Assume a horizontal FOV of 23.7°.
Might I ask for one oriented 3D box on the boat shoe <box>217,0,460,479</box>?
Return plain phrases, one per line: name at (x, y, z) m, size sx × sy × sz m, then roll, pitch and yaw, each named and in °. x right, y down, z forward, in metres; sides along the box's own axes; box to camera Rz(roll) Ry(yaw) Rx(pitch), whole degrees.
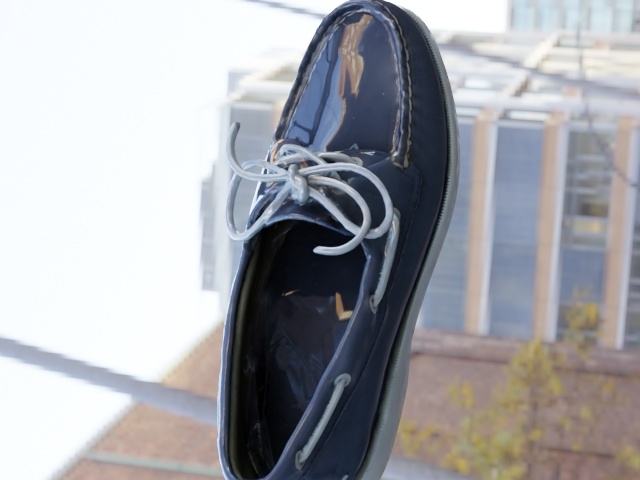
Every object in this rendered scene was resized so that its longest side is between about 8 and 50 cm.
boat shoe at (0.000, 0.000, 0.715) m, size 0.079 × 0.095 × 0.254 m, roll 26°, pitch -105°, yaw -59°
